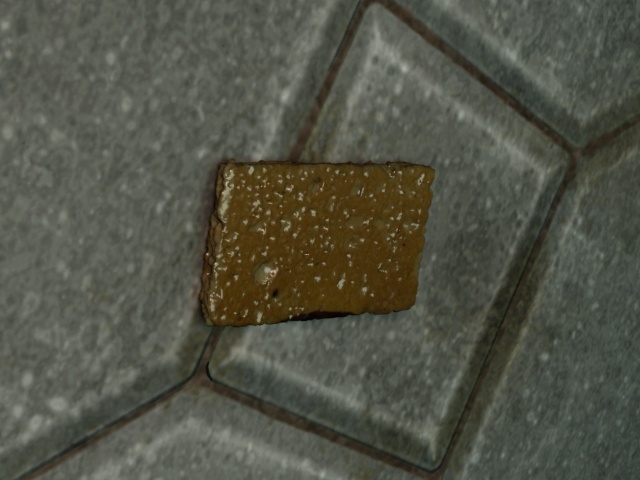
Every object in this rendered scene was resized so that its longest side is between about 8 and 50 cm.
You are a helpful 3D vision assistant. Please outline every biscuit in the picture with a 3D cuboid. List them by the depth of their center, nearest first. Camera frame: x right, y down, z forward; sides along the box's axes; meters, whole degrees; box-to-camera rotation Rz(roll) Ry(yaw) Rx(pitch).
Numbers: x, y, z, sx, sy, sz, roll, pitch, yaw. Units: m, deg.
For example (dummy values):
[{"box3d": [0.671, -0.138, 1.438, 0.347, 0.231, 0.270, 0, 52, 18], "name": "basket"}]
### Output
[{"box3d": [0.000, 0.000, 1.130, 0.230, 0.025, 0.131, 0, 102, -44], "name": "biscuit"}]
